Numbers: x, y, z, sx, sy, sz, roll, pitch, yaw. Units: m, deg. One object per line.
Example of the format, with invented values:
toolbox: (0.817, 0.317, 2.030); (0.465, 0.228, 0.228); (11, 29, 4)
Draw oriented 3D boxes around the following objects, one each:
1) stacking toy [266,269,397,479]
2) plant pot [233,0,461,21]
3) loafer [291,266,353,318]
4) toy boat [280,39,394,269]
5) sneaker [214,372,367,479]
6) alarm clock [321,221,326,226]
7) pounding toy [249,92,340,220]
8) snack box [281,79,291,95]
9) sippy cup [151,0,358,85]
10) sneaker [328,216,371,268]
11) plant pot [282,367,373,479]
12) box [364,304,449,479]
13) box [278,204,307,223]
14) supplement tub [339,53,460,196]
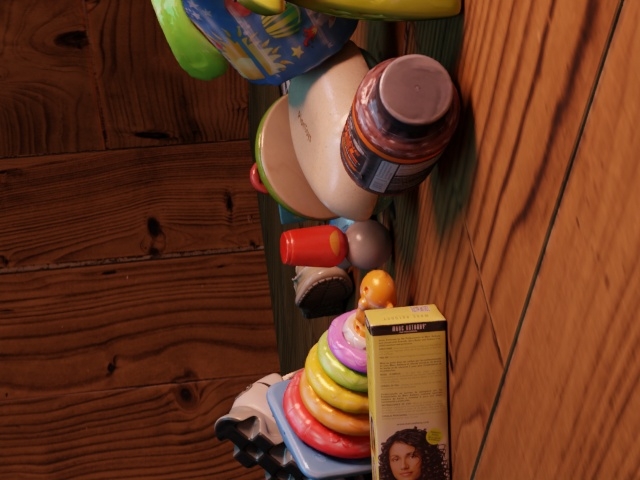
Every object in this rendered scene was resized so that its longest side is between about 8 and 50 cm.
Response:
stacking toy: (0.050, 0.151, 1.576); (0.175, 0.165, 0.302); (59, 146, 41)
plant pot: (0.012, -0.325, 1.201); (0.227, 0.207, 0.228); (-128, 33, -77)
loafer: (-0.004, 0.069, 2.094); (0.268, 0.101, 0.092); (106, 153, -74)
toy boat: (0.039, -0.093, 1.532); (0.267, 0.148, 0.318); (-110, 23, -48)
sneaker: (0.016, 0.317, 1.725); (0.122, 0.330, 0.146); (-39, 8, 47)
alarm clock: (0.028, -0.106, 1.817); (0.192, 0.064, 0.129); (123, 136, -61)
pounding toy: (-0.028, -0.137, 1.693); (0.110, 0.183, 0.237); (-14, 71, 57)
snack box: (-0.033, -0.257, 2.286); (0.187, 0.060, 0.322); (99, 165, -66)
sippy cup: (-0.071, -0.313, 1.434); (0.224, 0.305, 0.240); (56, 169, -26)
sneaker: (0.042, 0.006, 1.802); (0.191, 0.071, 0.083); (97, 161, -61)
plant pot: (0.008, 0.326, 1.877); (0.215, 0.215, 0.230); (103, 145, -70)
box: (0.098, 0.192, 1.367); (0.058, 0.087, 0.232); (-112, 17, -76)
box: (-0.029, -0.111, 2.103); (0.244, 0.100, 0.060); (86, 176, -66)
supplement tub: (0.079, -0.117, 1.208); (0.198, 0.106, 0.106); (111, 153, -75)
